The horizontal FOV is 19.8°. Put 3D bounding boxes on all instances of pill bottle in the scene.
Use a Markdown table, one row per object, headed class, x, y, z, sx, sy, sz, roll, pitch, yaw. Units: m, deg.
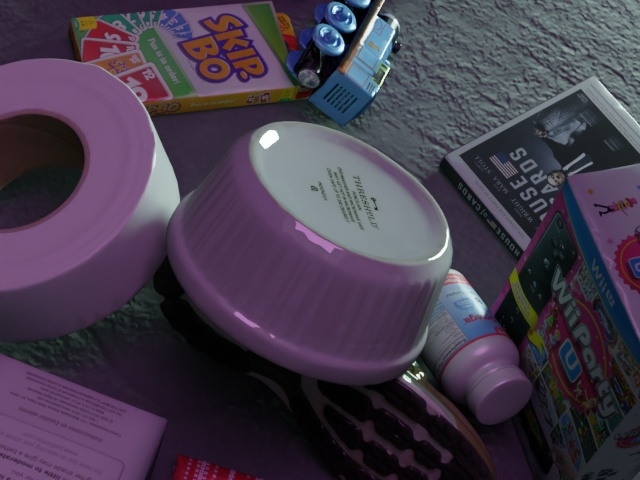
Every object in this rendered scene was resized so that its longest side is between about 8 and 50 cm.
| class | x | y | z | sx | sy | sz | roll | pitch | yaw |
| --- | --- | --- | --- | --- | --- | --- | --- | --- | --- |
| pill bottle | 0.148 | 0.110 | 1.873 | 0.087 | 0.087 | 0.160 | -16 | 48 | -23 |

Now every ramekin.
| class | x | y | z | sx | sy | sz | roll | pitch | yaw |
| --- | --- | --- | --- | --- | --- | --- | --- | --- | --- |
| ramekin | 0.000 | 0.000 | 1.732 | 0.273 | 0.127 | 0.273 | 22 | 30 | -14 |

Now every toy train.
| class | x | y | z | sx | sy | sz | roll | pitch | yaw |
| --- | --- | --- | --- | --- | --- | --- | --- | --- | --- |
| toy train | 0.032 | -0.217 | 2.069 | 0.105 | 0.080 | 0.184 | 39 | 43 | -12 |

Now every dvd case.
| class | x | y | z | sx | sy | sz | roll | pitch | yaw |
| --- | --- | --- | --- | --- | --- | --- | --- | --- | --- |
| dvd case | 0.279 | -0.074 | 2.079 | 0.239 | 0.029 | 0.179 | -29 | 69 | -28 |

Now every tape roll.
| class | x | y | z | sx | sy | sz | roll | pitch | yaw |
| --- | --- | --- | --- | --- | --- | --- | --- | --- | --- |
| tape roll | -0.288 | -0.042 | 1.813 | 0.286 | 0.100 | 0.286 | -6 | 56 | 9 |

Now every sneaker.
| class | x | y | z | sx | sy | sz | roll | pitch | yaw |
| --- | --- | --- | --- | --- | --- | --- | --- | --- | --- |
| sneaker | 0.035 | 0.103 | 1.852 | 0.410 | 0.158 | 0.182 | 42 | 41 | 7 |

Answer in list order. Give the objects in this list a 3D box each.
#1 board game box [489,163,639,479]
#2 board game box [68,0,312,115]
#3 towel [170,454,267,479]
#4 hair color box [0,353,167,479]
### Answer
| class | x | y | z | sx | sy | sz | roll | pitch | yaw |
| --- | --- | --- | --- | --- | --- | --- | --- | --- | --- |
| board game box | 0.272 | 0.100 | 1.803 | 0.098 | 0.303 | 0.224 | -9 | 61 | -21 |
| board game box | -0.142 | -0.203 | 2.052 | 0.260 | 0.039 | 0.124 | -6 | 62 | -21 |
| towel | -0.032 | 0.327 | 1.750 | 0.275 | 0.031 | 0.198 | 18 | 55 | -3 |
| hair color box | -0.292 | 0.304 | 1.649 | 0.185 | 0.113 | 0.374 | 22 | 55 | 0 |
